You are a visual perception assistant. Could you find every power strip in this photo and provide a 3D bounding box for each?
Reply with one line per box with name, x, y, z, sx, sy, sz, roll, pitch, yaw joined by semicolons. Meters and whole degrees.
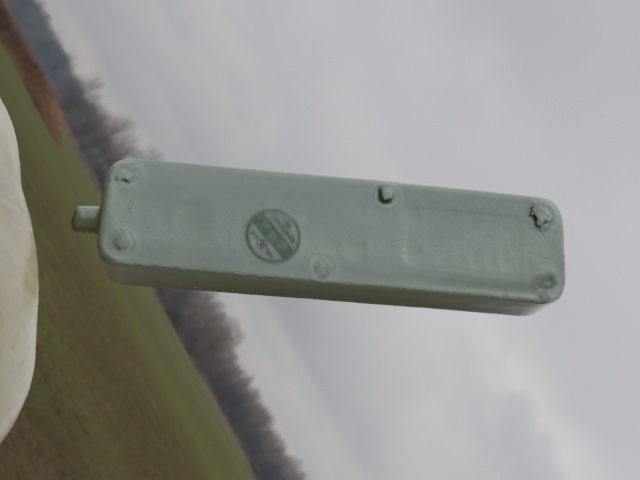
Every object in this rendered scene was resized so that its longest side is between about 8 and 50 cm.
power strip;0.000;0.000;0.847;0.062;0.385;0.091;116;-23;-68

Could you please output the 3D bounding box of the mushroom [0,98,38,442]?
mushroom;-0.226;0.031;0.479;0.254;0.260;0.234;31;-12;28
